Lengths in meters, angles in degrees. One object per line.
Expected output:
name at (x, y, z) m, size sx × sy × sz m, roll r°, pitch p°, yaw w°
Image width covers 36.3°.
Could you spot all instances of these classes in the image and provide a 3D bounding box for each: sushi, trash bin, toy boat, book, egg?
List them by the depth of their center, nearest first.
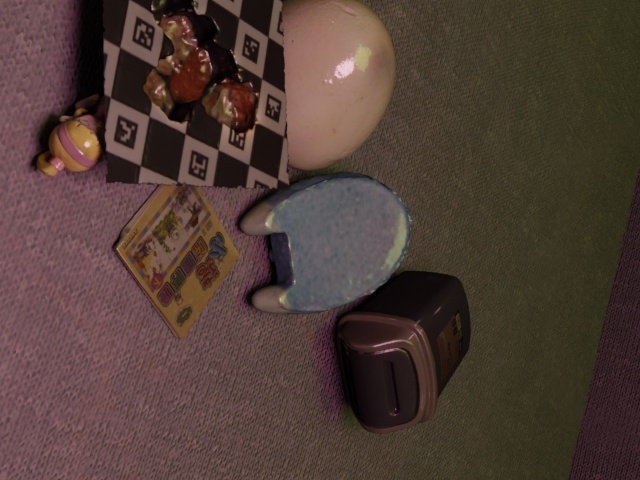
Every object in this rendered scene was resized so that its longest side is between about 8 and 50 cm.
sushi at (-0.177, -0.225, 1.274) m, size 0.339 × 0.069 × 0.320 m, roll -2°, pitch 90°, yaw -53°
book at (-0.195, 0.014, 1.360) m, size 0.168 × 0.013 × 0.192 m, roll -57°, pitch 138°, yaw -31°
egg at (0.029, -0.236, 1.488) m, size 0.264 × 0.174 × 0.286 m, roll -43°, pitch 132°, yaw -37°
toy boat at (0.000, 0.000, 1.569) m, size 0.330 × 0.123 × 0.215 m, roll -21°, pitch 105°, yaw -39°
trash bin at (0.147, 0.189, 1.727) m, size 0.290 × 0.182 × 0.209 m, roll -40°, pitch 126°, yaw -50°

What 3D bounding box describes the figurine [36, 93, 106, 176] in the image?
figurine at (-0.273, -0.137, 1.190) m, size 0.187 × 0.083 × 0.083 m, roll -63°, pitch 142°, yaw -48°
